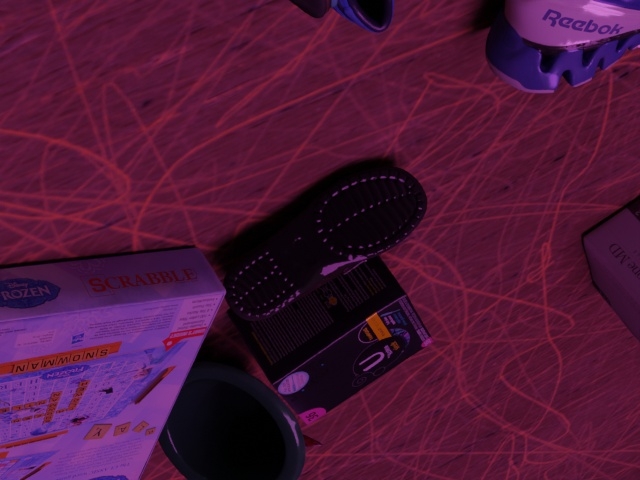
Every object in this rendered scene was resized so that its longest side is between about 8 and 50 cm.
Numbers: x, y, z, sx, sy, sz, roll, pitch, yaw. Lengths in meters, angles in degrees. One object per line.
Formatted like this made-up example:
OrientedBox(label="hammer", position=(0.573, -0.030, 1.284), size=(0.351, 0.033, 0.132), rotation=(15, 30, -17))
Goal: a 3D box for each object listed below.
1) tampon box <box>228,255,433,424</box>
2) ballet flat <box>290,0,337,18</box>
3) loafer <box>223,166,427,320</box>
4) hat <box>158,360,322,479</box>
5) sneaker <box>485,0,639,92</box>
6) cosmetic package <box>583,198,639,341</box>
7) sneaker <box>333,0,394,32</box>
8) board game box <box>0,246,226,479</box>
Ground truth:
OrientedBox(label="tampon box", position=(0.012, 0.089, 1.381), size=(0.161, 0.101, 0.120), rotation=(-35, 147, 0))
OrientedBox(label="ballet flat", position=(-0.052, -0.263, 0.902), size=(0.096, 0.095, 0.280), rotation=(-17, 134, -8))
OrientedBox(label="loafer", position=(0.000, 0.000, 1.300), size=(0.220, 0.080, 0.078), rotation=(-29, 179, -10))
OrientedBox(label="hat", position=(-0.066, 0.167, 1.464), size=(0.183, 0.173, 0.208), rotation=(-50, 172, -51))
OrientedBox(label="sneaker", position=(0.286, -0.259, 1.157), size=(0.315, 0.127, 0.182), rotation=(-27, 148, -9))
OrientedBox(label="cosmetic package", position=(0.441, 0.030, 1.635), size=(0.183, 0.151, 0.151), rotation=(-34, 147, -3))
OrientedBox(label="sneaker", position=(0.027, -0.241, 0.998), size=(0.069, 0.082, 0.209), rotation=(-26, 145, -10))
OrientedBox(label="board game box", position=(-0.280, 0.152, 1.240), size=(0.318, 0.066, 0.318), rotation=(-6, 137, -37))
